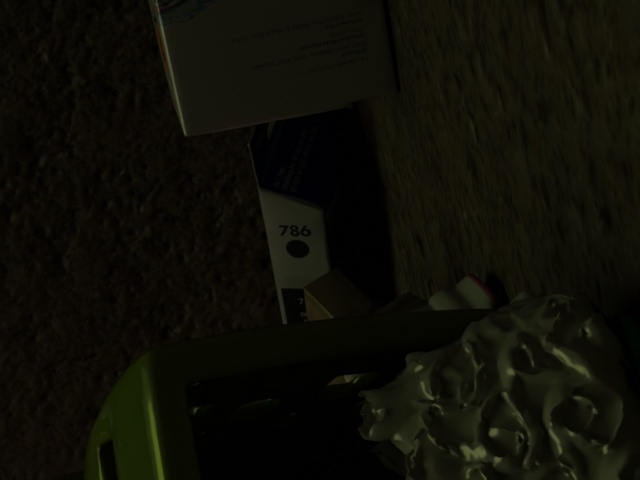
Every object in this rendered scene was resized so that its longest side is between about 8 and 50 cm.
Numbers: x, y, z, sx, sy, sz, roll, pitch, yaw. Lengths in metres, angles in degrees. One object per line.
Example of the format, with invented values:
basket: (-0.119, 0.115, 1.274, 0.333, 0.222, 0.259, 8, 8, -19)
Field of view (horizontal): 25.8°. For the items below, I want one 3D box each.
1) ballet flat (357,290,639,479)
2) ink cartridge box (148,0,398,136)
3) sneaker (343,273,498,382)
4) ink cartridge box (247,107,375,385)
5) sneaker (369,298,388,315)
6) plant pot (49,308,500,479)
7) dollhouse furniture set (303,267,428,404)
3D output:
ballet flat: (0.103, 0.218, 0.510, 0.147, 0.147, 0.409, 88, 168, -66)
ink cartridge box: (-0.053, -0.220, 1.063, 0.171, 0.168, 0.233, -116, 14, -70)
sneaker: (0.071, 0.151, 0.851, 0.103, 0.111, 0.252, -134, 32, -82)
ink cartridge box: (0.000, 0.000, 1.341, 0.165, 0.065, 0.333, -74, -21, -49)
sneaker: (0.059, 0.127, 1.306, 0.061, 0.053, 0.152, 81, 175, -60)
plant pot: (-0.001, 0.176, 0.664, 0.207, 0.228, 0.227, -39, 60, 52)
dollhouse furniture set: (0.082, 0.113, 0.979, 0.161, 0.101, 0.182, 44, 154, 35)
